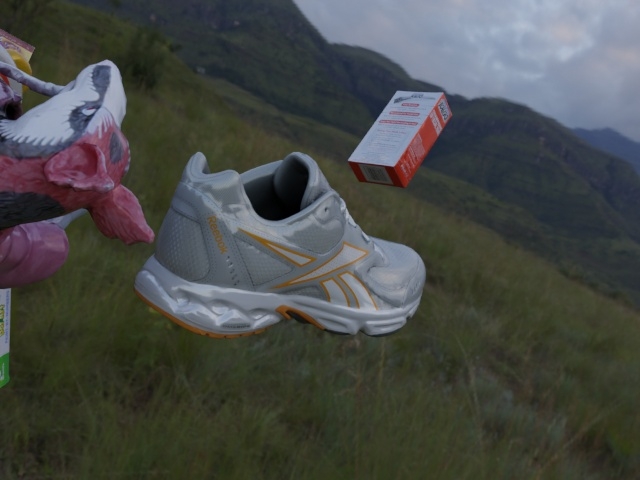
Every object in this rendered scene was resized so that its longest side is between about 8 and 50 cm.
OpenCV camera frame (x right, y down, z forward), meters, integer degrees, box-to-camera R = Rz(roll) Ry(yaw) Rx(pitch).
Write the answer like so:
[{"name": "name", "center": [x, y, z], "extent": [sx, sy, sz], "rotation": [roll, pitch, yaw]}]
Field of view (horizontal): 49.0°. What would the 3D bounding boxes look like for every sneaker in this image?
[{"name": "sneaker", "center": [0.000, 0.000, 0.519], "extent": [0.262, 0.121, 0.099], "rotation": [2, 24, -45]}]

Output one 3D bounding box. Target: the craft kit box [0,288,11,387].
[{"name": "craft kit box", "center": [-0.592, 0.087, 1.062], "extent": [0.249, 0.247, 0.061], "rotation": [12, 20, 10]}]

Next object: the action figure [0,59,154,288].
[{"name": "action figure", "center": [-0.241, -0.075, 0.353], "extent": [0.370, 0.248, 0.275], "rotation": [22, 39, 30]}]

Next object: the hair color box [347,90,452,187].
[{"name": "hair color box", "center": [0.128, -0.163, 1.118], "extent": [0.093, 0.167, 0.053], "rotation": [13, -31, 40]}]

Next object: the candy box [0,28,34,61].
[{"name": "candy box", "center": [-0.669, -0.360, 1.428], "extent": [0.109, 0.053, 0.186], "rotation": [28, -33, -30]}]

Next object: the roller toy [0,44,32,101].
[{"name": "roller toy", "center": [-0.507, -0.201, 0.935], "extent": [0.146, 0.191, 0.209], "rotation": [30, 2, 25]}]
